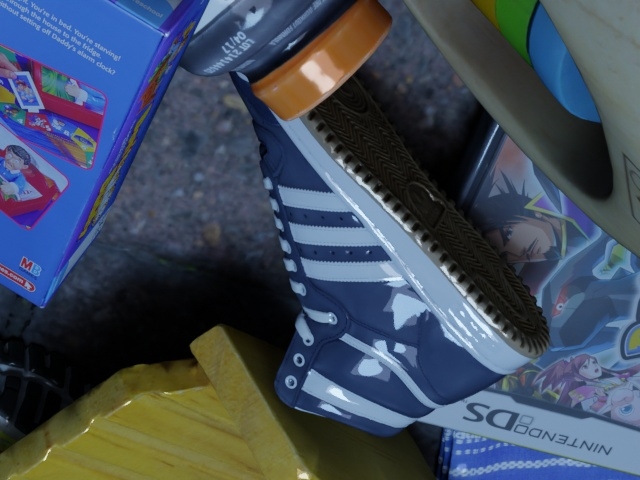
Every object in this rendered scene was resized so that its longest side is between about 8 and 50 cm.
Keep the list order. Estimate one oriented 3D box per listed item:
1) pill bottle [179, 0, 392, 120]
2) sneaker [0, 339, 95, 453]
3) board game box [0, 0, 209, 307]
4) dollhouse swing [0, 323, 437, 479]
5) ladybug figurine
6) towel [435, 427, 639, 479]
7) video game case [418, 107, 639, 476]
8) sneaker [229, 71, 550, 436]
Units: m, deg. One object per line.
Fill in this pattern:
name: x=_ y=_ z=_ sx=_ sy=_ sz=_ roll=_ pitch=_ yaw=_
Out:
pill bottle: x=-0.070 y=-0.181 z=0.983 sx=0.130 sy=0.130 sz=0.246 roll=-38 pitch=105 yaw=20
sneaker: x=-0.245 y=0.119 z=1.246 sx=0.208 sy=0.081 sz=0.094 roll=25 pitch=128 yaw=-12
board game box: x=-0.249 y=-0.142 z=0.961 sx=0.347 sy=0.078 sz=0.233 roll=32 pitch=134 yaw=-1
dollhouse swing: x=-0.076 y=0.302 z=1.213 sx=0.347 sy=0.305 sz=0.315 roll=-34 pitch=147 yaw=19
ladybug figurine: x=0.144 y=-0.154 z=0.887 sx=0.162 sy=0.449 sz=0.305 roll=-32 pitch=147 yaw=-6
towel: x=0.210 y=0.130 z=1.297 sx=0.243 sy=0.040 sz=0.336 roll=0 pitch=124 yaw=-5
video game case: x=0.187 y=0.029 z=1.194 sx=0.248 sy=0.035 sz=0.275 roll=16 pitch=119 yaw=-15
sneaker: x=0.000 y=0.000 z=1.124 sx=0.153 sy=0.099 sz=0.282 roll=-39 pitch=93 yaw=29
